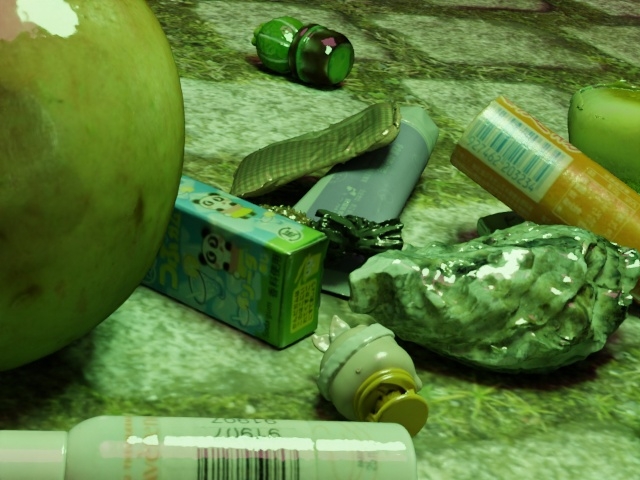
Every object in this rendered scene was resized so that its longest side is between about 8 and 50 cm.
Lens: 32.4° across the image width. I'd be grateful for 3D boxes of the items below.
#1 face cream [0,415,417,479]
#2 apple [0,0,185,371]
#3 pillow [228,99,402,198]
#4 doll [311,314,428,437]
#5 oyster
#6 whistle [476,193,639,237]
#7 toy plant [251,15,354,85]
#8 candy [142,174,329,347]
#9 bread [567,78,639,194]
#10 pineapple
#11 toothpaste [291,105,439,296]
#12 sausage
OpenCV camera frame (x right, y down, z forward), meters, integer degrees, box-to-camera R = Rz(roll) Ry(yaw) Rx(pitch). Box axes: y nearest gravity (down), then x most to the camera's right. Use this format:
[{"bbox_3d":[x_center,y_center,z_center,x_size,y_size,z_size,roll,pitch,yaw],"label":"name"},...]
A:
[{"bbox_3d":[-0.076,0.153,0.701,0.269,0.082,0.082,4,25,-13],"label":"face cream"},{"bbox_3d":[-0.260,-0.067,0.857,0.338,0.305,0.338,-5,19,2],"label":"apple"},{"bbox_3d":[-0.006,-0.104,1.245,0.211,0.034,0.135,-21,19,10],"label":"pillow"},{"bbox_3d":[0.041,0.108,0.870,0.084,0.073,0.127,33,11,-38],"label":"doll"},{"bbox_3d":[0.169,0.040,1.000,0.198,0.112,0.268,26,32,33],"label":"oyster"},{"bbox_3d":[0.286,-0.020,1.214,0.236,0.077,0.114,-2,37,-18],"label":"whistle"},{"bbox_3d":[-0.032,-0.292,1.678,0.162,0.092,0.093,25,29,31],"label":"toy plant"},{"bbox_3d":[-0.090,0.013,0.986,0.194,0.097,0.062,22,31,28],"label":"candy"},{"bbox_3d":[0.398,-0.100,1.340,0.156,0.158,0.261,-14,24,-25],"label":"bread"},{"bbox_3d":[0.000,0.000,1.047,0.159,0.074,0.074,-2,25,-4],"label":"pineapple"},{"bbox_3d":[0.043,-0.051,1.203,0.125,0.080,0.371,15,31,15],"label":"toothpaste"},{"bbox_3d":[0.282,-0.023,1.123,0.312,0.093,0.093,39,33,14],"label":"sausage"}]
